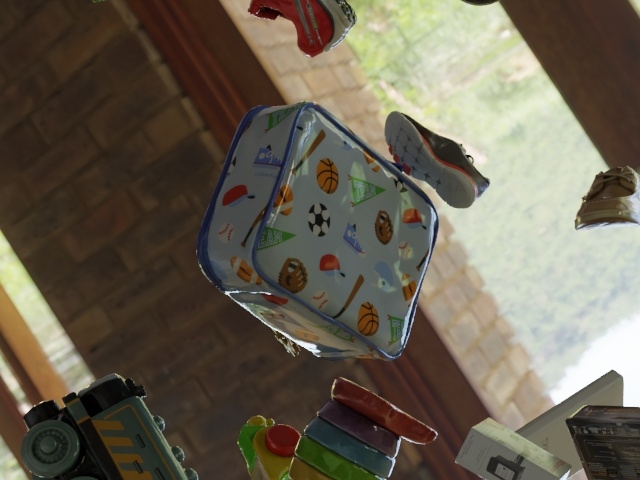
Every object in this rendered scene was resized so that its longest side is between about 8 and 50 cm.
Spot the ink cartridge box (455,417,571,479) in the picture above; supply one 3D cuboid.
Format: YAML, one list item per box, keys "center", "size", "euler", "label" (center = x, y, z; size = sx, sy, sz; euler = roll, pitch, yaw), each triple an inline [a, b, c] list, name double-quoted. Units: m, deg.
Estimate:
- center: [0.294, 0.337, 1.740]
  size: [0.063, 0.150, 0.109]
  euler: [-65, 160, 10]
  label: "ink cartridge box"

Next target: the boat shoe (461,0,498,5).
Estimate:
- center: [0.263, -0.572, 1.741]
  size: [0.187, 0.156, 0.500]
  euler: [0, 130, -5]
  label: "boat shoe"

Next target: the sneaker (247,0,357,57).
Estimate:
- center: [-0.071, -0.382, 1.674]
  size: [0.118, 0.279, 0.107]
  euler: [-42, 167, 12]
  label: "sneaker"

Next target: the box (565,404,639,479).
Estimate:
- center: [0.515, 0.354, 1.820]
  size: [0.056, 0.183, 0.231]
  euler: [-28, -170, -33]
  label: "box"

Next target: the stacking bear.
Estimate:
- center: [0.021, 0.373, 1.788]
  size: [0.164, 0.175, 0.289]
  euler: [19, -103, 54]
  label: "stacking bear"

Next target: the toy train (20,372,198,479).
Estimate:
- center: [-0.260, 0.335, 1.531]
  size: [0.190, 0.334, 0.142]
  euler: [-28, 157, -18]
  label: "toy train"

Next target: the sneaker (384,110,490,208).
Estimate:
- center: [0.143, -0.102, 1.412]
  size: [0.065, 0.158, 0.061]
  euler: [-27, 157, -39]
  label: "sneaker"

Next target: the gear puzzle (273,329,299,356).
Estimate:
- center: [-0.069, 0.069, 1.824]
  size: [0.044, 0.175, 0.339]
  euler: [-31, 137, -17]
  label: "gear puzzle"

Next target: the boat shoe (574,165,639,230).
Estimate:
- center: [0.534, -0.079, 2.123]
  size: [0.122, 0.110, 0.341]
  euler: [-4, -178, 20]
  label: "boat shoe"

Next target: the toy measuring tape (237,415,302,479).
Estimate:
- center: [-0.052, 0.434, 2.076]
  size: [0.121, 0.330, 0.121]
  euler: [-14, 131, -17]
  label: "toy measuring tape"

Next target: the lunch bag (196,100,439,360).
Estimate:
- center: [0.010, -0.008, 1.308]
  size: [0.115, 0.303, 0.243]
  euler: [-3, -119, 40]
  label: "lunch bag"

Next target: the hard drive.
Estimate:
- center: [0.497, 0.414, 2.369]
  size: [0.308, 0.203, 0.040]
  euler: [-28, -140, -22]
  label: "hard drive"
